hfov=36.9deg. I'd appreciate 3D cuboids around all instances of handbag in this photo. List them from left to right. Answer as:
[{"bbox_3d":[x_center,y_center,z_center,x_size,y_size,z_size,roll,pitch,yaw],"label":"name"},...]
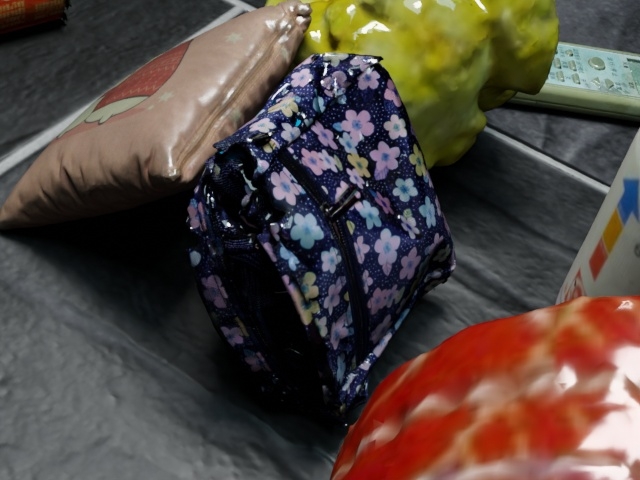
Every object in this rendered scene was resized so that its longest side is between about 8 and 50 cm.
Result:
[{"bbox_3d":[0.000,0.000,0.684,0.127,0.228,0.208,0,33,39],"label":"handbag"}]

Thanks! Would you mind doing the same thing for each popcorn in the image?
[{"bbox_3d":[0.073,-0.186,0.855,0.242,0.235,0.250,-15,39,-7],"label":"popcorn"}]

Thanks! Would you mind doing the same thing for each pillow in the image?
[{"bbox_3d":[-0.126,-0.091,0.752,0.084,0.236,0.223,54,50,-19],"label":"pillow"}]

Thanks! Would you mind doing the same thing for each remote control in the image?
[{"bbox_3d":[0.274,-0.171,1.014,0.234,0.038,0.098,8,46,-6],"label":"remote control"}]

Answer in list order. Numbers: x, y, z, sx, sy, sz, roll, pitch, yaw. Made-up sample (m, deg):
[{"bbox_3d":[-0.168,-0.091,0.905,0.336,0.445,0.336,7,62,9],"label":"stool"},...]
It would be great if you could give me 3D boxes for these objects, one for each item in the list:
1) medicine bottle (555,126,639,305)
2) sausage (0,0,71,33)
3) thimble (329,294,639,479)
[{"bbox_3d":[0.245,0.041,0.622,0.170,0.293,0.170,6,47,-6],"label":"medicine bottle"},{"bbox_3d":[-0.364,-0.210,0.886,0.264,0.083,0.083,-25,56,-31],"label":"sausage"},{"bbox_3d":[0.136,0.216,0.405,0.350,0.350,0.230,19,43,6],"label":"thimble"}]
